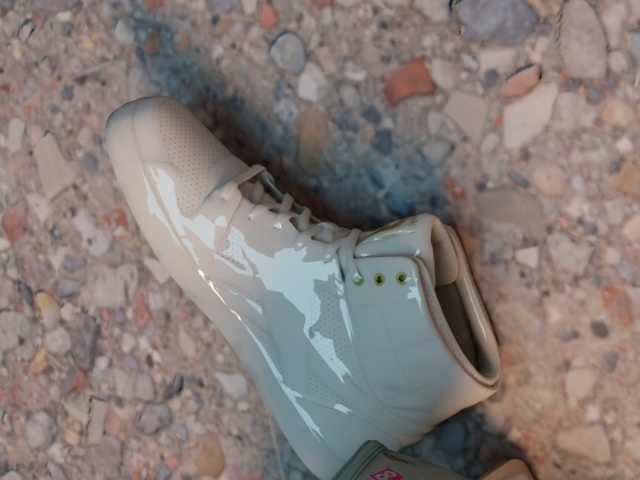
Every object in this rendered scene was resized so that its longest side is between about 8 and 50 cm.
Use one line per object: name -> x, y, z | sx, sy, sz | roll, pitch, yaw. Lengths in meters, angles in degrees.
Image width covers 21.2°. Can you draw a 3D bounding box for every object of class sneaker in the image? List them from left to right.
sneaker -> 0.000, 0.000, 1.101 | 0.169, 0.108, 0.292 | -34, 94, 31

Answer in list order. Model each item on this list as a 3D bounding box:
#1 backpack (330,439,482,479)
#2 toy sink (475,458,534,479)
backpack -> 0.016, 0.201, 0.918 | 0.144, 0.166, 0.188 | 27, 112, 13
toy sink -> 0.083, 0.230, 1.073 | 0.234, 0.153, 0.131 | -29, 86, 34
